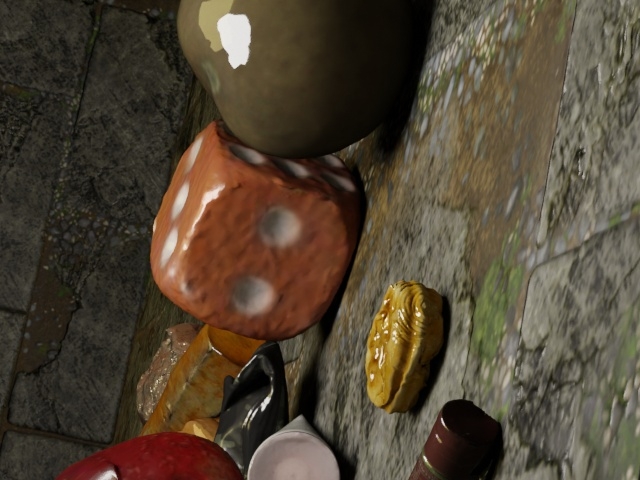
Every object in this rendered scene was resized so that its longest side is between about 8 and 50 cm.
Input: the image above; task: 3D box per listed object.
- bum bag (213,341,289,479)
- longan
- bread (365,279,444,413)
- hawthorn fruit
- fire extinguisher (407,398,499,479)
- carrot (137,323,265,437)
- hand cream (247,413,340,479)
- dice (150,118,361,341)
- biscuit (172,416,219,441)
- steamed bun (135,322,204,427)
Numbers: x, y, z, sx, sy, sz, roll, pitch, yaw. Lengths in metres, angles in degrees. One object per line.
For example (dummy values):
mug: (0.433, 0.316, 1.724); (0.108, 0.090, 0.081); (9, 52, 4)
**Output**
bum bag: (-0.081, 0.269, 1.781); (0.144, 0.095, 0.340); (116, 163, -86)
longan: (-0.025, -0.195, 1.683); (0.248, 0.248, 0.248); (-167, 90, -80)
bread: (0.066, 0.086, 1.371); (0.083, 0.044, 0.110); (-95, 19, -50)
hawthorn fruit: (-0.192, 0.304, 1.623); (0.210, 0.266, 0.230); (172, 91, -73)
fire extinguisher: (0.080, 0.185, 1.184); (0.078, 0.045, 0.157); (60, 140, 42)
carrot: (-0.147, 0.230, 2.109); (0.138, 0.139, 0.302); (-94, 28, -59)
hand cream: (-0.027, 0.229, 1.634); (0.248, 0.083, 0.133); (99, -177, -84)
dice: (-0.065, -0.013, 1.790); (0.179, 0.175, 0.174); (-62, 19, 19)
biscuit: (-0.168, 0.353, 2.013); (0.202, 0.047, 0.334); (46, 128, 37)
steamed bun: (-0.202, 0.212, 2.460); (0.145, 0.106, 0.175); (-101, 29, -66)
